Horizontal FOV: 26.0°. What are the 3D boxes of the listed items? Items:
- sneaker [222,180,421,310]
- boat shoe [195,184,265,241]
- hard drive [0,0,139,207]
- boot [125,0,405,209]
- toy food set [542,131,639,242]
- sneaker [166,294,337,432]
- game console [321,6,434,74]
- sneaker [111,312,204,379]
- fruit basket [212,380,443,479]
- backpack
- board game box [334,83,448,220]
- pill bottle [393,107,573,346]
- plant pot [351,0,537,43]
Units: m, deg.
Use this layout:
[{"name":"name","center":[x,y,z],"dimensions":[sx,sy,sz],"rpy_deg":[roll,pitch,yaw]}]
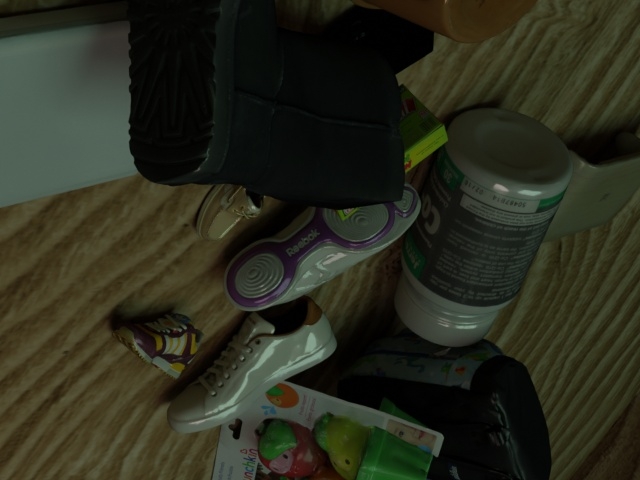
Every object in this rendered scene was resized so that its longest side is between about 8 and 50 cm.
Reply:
[{"name":"sneaker","center":[0.000,0.000,1.982],"dimensions":[0.305,0.114,0.152],"rpy_deg":[-28,173,0]},{"name":"boat shoe","center":[-0.100,-0.059,1.831],"dimensions":[0.170,0.059,0.063],"rpy_deg":[-54,150,15]},{"name":"hard drive","center":[-0.298,-0.141,1.483],"dimensions":[0.353,0.047,0.233],"rpy_deg":[-17,141,-40]},{"name":"boot","center":[-0.030,-0.223,1.545],"dimensions":[0.445,0.146,0.367],"rpy_deg":[4,95,-58]},{"name":"toy food set","center":[0.489,-0.112,2.521],"dimensions":[0.306,0.092,0.219],"rpy_deg":[-15,151,-41]},{"name":"sneaker","center":[-0.121,0.176,2.103],"dimensions":[0.290,0.106,0.123],"rpy_deg":[-32,123,-16]},{"name":"game console","center":[0.066,-0.185,1.900],"dimensions":[0.213,0.044,0.361],"rpy_deg":[-34,150,-19]},{"name":"sneaker","center":[-0.223,0.130,1.923],"dimensions":[0.084,0.069,0.185],"rpy_deg":[-52,158,-5]},{"name":"fruit basket","center":[0.000,0.366,2.263],"dimensions":[0.165,0.353,0.327],"rpy_deg":[-76,180,-46]},{"name":"backpack","center":[0.201,0.287,2.366],"dimensions":[0.273,0.356,0.290],"rpy_deg":[-60,137,-46]},{"name":"board game box","center":[0.070,-0.118,1.852],"dimensions":[0.181,0.092,0.043],"rpy_deg":[-37,150,-7]},{"name":"pill bottle","center":[0.246,-0.013,2.191],"dimensions":[0.204,0.204,0.361],"rpy_deg":[-21,143,-37]},{"name":"plant pot","center":[0.153,-0.367,1.611],"dimensions":[0.291,0.203,0.291],"rpy_deg":[-33,149,-23]}]
